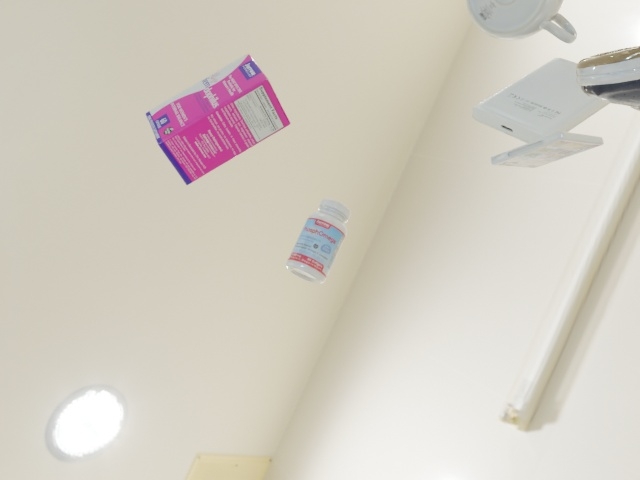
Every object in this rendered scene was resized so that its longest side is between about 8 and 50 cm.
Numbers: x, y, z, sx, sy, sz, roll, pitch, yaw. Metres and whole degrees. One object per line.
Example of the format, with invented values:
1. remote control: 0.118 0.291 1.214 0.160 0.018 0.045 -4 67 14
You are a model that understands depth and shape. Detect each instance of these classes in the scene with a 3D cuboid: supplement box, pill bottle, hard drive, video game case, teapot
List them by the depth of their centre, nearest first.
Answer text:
1. supplement box: -0.183 -0.218 1.141 0.220 0.111 0.114 -31 -44 -3
2. video game case: 0.415 -0.164 1.163 0.157 0.143 0.019 -3 -101 -42
3. pill bottle: 0.000 0.000 1.276 0.087 0.087 0.160 35 -108 -33
4. hard drive: 0.539 -0.331 1.494 0.308 0.203 0.040 -32 -44 -23
5. teapot: 0.495 -0.608 1.547 0.187 0.253 0.255 -22 -64 -46

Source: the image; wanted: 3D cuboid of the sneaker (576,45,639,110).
1. sneaker: 0.364 -0.097 0.562 0.282 0.099 0.153 -2 -76 -5
